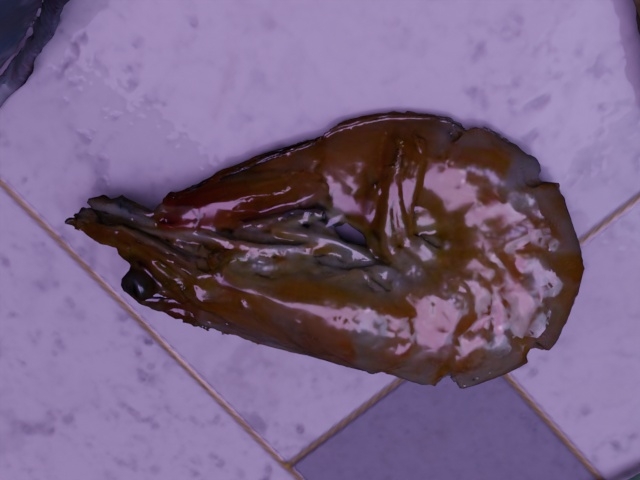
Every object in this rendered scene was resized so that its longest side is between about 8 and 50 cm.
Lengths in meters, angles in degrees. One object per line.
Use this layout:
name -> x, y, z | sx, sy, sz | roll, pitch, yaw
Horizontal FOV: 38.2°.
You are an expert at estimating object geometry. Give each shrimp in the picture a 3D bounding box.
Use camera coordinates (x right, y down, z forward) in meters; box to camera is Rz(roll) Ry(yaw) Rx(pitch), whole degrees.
shrimp -> 0.000, 0.000, 0.524 | 0.294, 0.062, 0.154 | 5, 97, 0

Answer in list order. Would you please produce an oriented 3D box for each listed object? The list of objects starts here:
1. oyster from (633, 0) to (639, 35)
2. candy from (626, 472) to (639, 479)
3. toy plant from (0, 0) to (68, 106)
oyster -> 0.230, -0.109, 0.466 | 0.128, 0.078, 0.345 | -17, 104, 1
candy -> 0.117, 0.209, 0.583 | 0.305, 0.083, 0.091 | -31, 102, 5
toy plant -> -0.312, -0.169, 0.415 | 0.247, 0.247, 0.332 | -39, 95, 15
